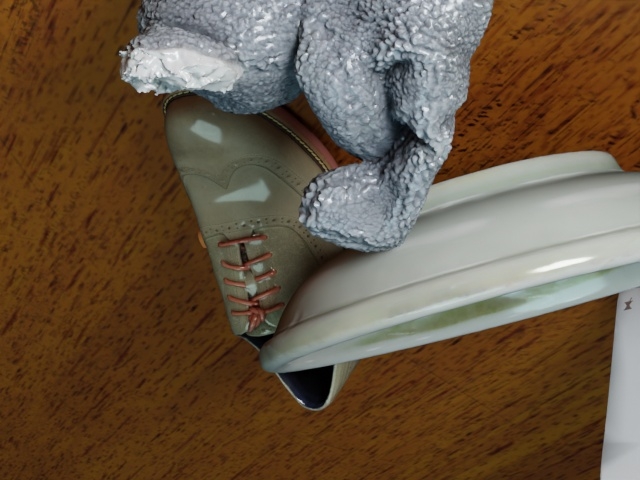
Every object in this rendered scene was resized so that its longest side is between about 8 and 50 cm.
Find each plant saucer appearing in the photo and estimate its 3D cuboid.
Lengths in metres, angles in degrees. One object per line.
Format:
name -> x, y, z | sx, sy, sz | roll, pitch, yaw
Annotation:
plant saucer -> 0.138, 0.008, 1.128 | 0.400, 0.101, 0.400 | -13, 172, -2

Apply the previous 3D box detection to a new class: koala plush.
koala plush -> -0.017, -0.136, 0.949 | 0.221, 0.196, 0.203 | 16, 140, -7

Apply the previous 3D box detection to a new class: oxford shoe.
oxford shoe -> -0.039, 0.010, 1.235 | 0.123, 0.130, 0.348 | -8, 136, 28

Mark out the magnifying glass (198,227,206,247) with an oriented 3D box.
magnifying glass -> 0.000, 0.000, 1.340 | 0.230, 0.026, 0.092 | 4, 151, 16

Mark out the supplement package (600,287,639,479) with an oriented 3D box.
supplement package -> 0.394, 0.132, 1.244 | 0.145, 0.204, 0.261 | 33, 146, -33
